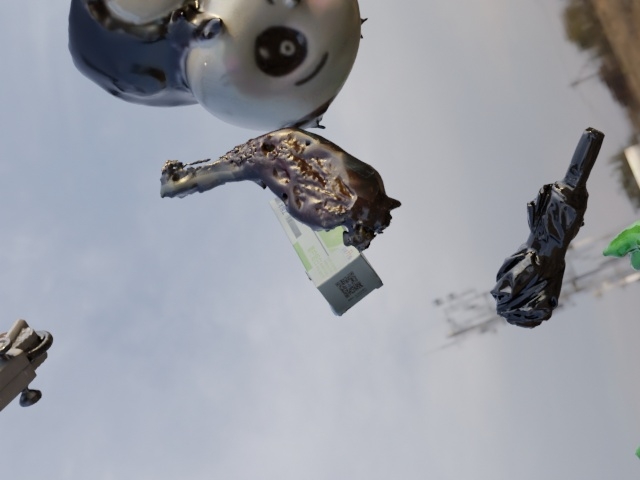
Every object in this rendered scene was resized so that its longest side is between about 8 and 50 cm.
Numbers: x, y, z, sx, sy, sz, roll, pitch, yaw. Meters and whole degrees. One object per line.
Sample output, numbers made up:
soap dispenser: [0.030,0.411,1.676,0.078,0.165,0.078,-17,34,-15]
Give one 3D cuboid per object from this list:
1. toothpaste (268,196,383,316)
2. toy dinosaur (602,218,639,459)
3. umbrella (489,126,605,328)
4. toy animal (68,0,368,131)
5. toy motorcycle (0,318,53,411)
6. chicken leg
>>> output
toothpaste: [0.000,0.000,1.844,0.067,0.081,0.336,52,-177,-26]
toy dinosaur: [0.324,0.084,0.938,0.500,0.144,0.374,84,-177,-63]
umbrella: [0.370,-0.018,1.984,0.118,0.340,0.118,19,-161,-7]
toy animal: [-0.108,-0.249,1.440,0.251,0.310,0.251,20,-90,-86]
toy motorcycle: [-0.532,0.218,1.927,0.260,0.171,0.110,-51,-50,-42]
chicken leg: [-0.040,-0.059,1.209,0.051,0.253,0.106,51,-126,-59]
